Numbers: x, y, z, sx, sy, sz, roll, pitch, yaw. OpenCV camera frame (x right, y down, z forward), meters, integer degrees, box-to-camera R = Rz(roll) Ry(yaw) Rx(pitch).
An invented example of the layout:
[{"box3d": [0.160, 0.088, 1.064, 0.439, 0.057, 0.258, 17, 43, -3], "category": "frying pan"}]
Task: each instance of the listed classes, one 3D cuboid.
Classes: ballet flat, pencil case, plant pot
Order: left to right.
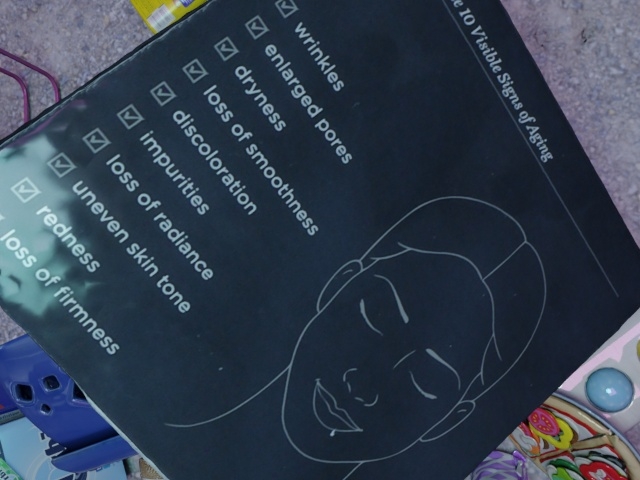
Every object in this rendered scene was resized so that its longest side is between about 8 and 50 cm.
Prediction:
[{"box3d": [-0.286, 0.194, 0.787, 0.236, 0.236, 0.212, -22, 91, 9], "category": "plant pot"}, {"box3d": [-0.237, 0.349, 0.789, 0.073, 0.206, 0.067, 7, 67, -12], "category": "ballet flat"}, {"box3d": [0.247, 0.360, 0.691, 0.088, 0.206, 0.086, -40, 90, 16], "category": "pencil case"}]

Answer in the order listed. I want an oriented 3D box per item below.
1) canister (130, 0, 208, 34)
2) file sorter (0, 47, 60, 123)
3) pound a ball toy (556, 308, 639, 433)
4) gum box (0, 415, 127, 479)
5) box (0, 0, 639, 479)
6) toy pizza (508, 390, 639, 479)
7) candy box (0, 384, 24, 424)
[{"box3d": [-0.229, -0.426, 0.868, 0.170, 0.073, 0.126, -36, 82, 10], "category": "canister"}, {"box3d": [-0.613, -0.200, 0.872, 0.291, 0.202, 0.182, -5, 86, 11], "category": "file sorter"}, {"box3d": [0.472, 0.151, 0.683, 0.319, 0.136, 0.208, -41, 82, 8], "category": "pound a ball toy"}, {"box3d": [-0.426, 0.348, 0.847, 0.185, 0.041, 0.156, -14, 84, -30], "category": "gum box"}, {"box3d": [0.000, 0.000, 0.569, 0.472, 0.297, 0.479, -38, 104, -8], "category": "box"}, {"box3d": [0.319, 0.275, 0.689, 0.032, 0.201, 0.201, -39, 80, -28], "category": "toy pizza"}, {"box3d": [-0.680, 0.363, 0.910, 0.268, 0.122, 0.316, 23, 92, 11], "category": "candy box"}]
